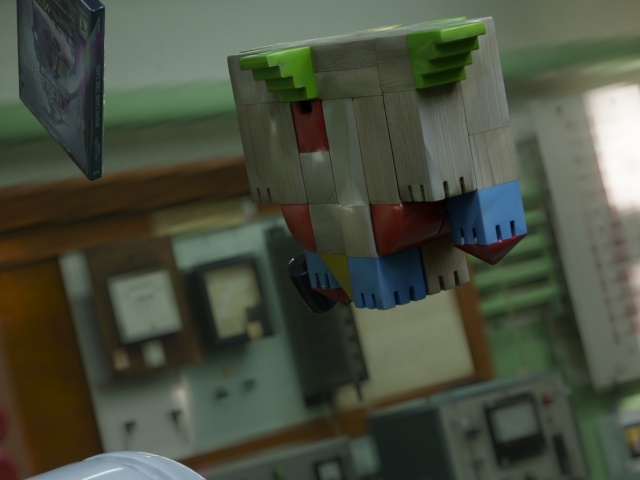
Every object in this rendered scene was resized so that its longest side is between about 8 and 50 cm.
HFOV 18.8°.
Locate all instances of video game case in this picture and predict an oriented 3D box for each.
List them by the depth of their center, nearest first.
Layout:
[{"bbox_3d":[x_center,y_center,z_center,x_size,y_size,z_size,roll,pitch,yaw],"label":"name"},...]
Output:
[{"bbox_3d":[-0.332,-0.236,2.460,0.026,0.196,0.274,-22,-40,-28],"label":"video game case"}]

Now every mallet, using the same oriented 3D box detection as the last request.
[{"bbox_3d":[0.000,0.000,2.021,0.039,0.062,0.189,-17,32,18],"label":"mallet"}]

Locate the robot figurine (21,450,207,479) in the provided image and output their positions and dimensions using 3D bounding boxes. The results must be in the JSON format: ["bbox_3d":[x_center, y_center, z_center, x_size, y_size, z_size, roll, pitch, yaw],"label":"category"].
[{"bbox_3d":[-0.179,0.263,1.349,0.300,0.200,0.353,-34,-12,35],"label":"robot figurine"}]

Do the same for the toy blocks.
[{"bbox_3d":[0.052,-0.057,1.757,0.191,0.261,0.381,-15,9,-33],"label":"toy blocks"}]
